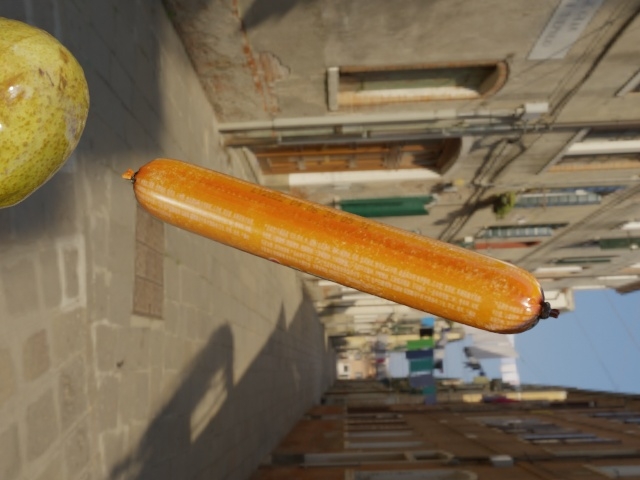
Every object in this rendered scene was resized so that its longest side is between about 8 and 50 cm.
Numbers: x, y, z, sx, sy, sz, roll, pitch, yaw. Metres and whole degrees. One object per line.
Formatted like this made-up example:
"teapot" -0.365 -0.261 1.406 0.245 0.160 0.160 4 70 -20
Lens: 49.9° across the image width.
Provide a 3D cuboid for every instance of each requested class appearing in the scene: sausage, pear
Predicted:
"sausage" 0.000 0.000 0.509 0.053 0.348 0.053 18 90 -73
"pear" -0.364 -0.137 0.742 0.228 0.188 0.211 -49 -175 -12
